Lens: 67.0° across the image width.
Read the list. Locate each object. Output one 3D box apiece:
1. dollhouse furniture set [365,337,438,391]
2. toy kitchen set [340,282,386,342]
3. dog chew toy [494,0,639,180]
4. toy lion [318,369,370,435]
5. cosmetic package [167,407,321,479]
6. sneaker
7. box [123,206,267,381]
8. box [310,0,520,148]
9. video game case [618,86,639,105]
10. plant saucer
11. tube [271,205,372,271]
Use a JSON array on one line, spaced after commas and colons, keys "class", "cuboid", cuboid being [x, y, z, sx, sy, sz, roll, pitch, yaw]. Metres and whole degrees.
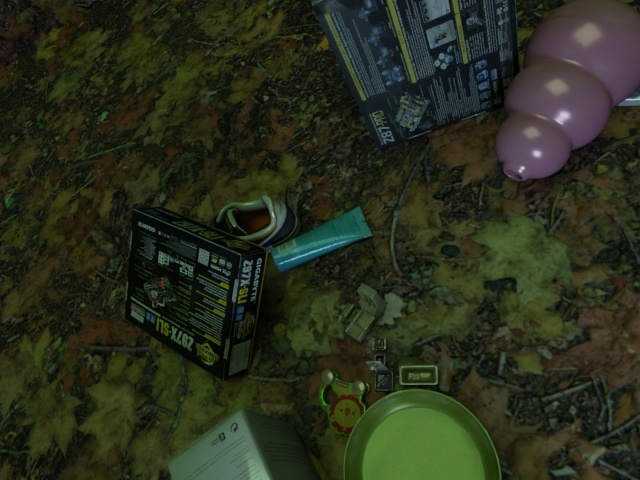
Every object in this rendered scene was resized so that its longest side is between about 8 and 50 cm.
[{"class": "dollhouse furniture set", "cuboid": [0.134, 0.200, 0.811, 0.114, 0.081, 0.091, -7, 61, 21]}, {"class": "toy kitchen set", "cuboid": [0.063, 0.126, 0.888, 0.068, 0.075, 0.083, 29, 74, 34]}, {"class": "dog chew toy", "cuboid": [0.430, -0.255, 0.863, 0.206, 0.206, 0.332, 30, 87, 33]}, {"class": "toy lion", "cuboid": [0.040, 0.285, 0.843, 0.100, 0.034, 0.096, 12, 77, 29]}, {"class": "cosmetic package", "cuboid": [-0.054, 0.450, 0.694, 0.155, 0.197, 0.366, -36, 54, 3]}, {"class": "sneaker", "cuboid": [-0.205, 0.007, 1.046, 0.321, 0.127, 0.126, -34, 56, 6]}, {"class": "box", "cuboid": [-0.265, 0.094, 0.978, 0.321, 0.079, 0.257, 19, 109, 32]}, {"class": "box", "cuboid": [0.195, -0.365, 0.900, 0.318, 0.395, 0.097, -19, 57, 15]}, {"class": "video game case", "cuboid": [0.669, -0.329, 0.892, 0.201, 0.023, 0.184, 5, 66, 27]}, {"class": "plant saucer", "cuboid": [0.153, 0.356, 0.747, 0.240, 0.037, 0.241, -11, 61, 19]}, {"class": "tube", "cuboid": [0.000, 0.000, 1.005, 0.207, 0.052, 0.080, -24, 61, 4]}]
